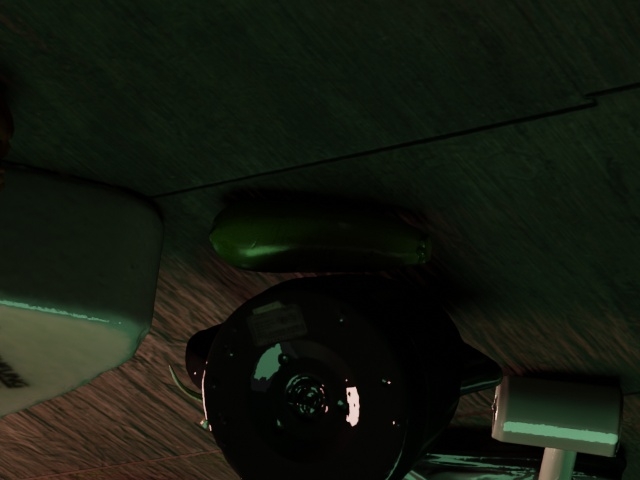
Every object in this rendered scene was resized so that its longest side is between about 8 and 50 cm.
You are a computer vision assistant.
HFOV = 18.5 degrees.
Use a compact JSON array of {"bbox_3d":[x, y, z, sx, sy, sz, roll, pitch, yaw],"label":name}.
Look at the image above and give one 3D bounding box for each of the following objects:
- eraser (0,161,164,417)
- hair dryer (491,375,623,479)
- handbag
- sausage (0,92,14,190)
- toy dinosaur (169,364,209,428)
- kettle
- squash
[{"bbox_3d":[-0.348,0.031,1.796,0.331,0.150,0.331,6,149,4],"label":"eraser"},{"bbox_3d":[0.238,0.237,2.065,0.131,0.073,0.236,6,135,3],"label":"hair dryer"},{"bbox_3d":[0.169,0.272,2.193,0.332,0.075,0.191,3,154,-1],"label":"handbag"},{"bbox_3d":[-0.395,-0.081,1.612,0.279,0.152,0.152,6,150,-4],"label":"sausage"},{"bbox_3d":[-0.103,0.187,2.130,0.180,0.037,0.058,22,124,-37],"label":"toy dinosaur"},{"bbox_3d":[0.026,0.130,1.817,0.250,0.207,0.271,-27,175,28],"label":"kettle"},{"bbox_3d":[0.000,0.000,1.752,0.201,0.066,0.066,5,150,3],"label":"squash"}]
